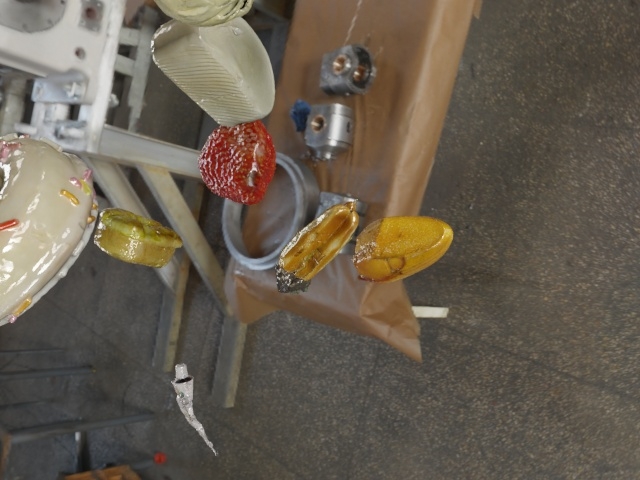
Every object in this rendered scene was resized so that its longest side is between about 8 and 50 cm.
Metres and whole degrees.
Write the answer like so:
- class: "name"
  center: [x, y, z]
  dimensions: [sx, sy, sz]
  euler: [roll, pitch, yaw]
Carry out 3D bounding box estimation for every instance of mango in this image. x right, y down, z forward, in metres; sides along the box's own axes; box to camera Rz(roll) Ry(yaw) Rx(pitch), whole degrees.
- class: "mango"
  center: [0.245, 0.015, 1.695]
  dimensions: [0.350, 0.199, 0.201]
  euler: [-21, 94, 35]

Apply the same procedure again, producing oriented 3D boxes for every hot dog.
- class: "hot dog"
  center: [0.000, 0.000, 1.344]
  dimensions: [0.269, 0.109, 0.072]
  euler: [-45, 24, 25]

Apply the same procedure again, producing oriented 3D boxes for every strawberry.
- class: "strawberry"
  center: [-0.272, -0.262, 1.883]
  dimensions: [0.351, 0.267, 0.312]
  euler: [-123, 39, -60]

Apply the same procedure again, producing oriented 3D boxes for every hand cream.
- class: "hand cream"
  center: [-0.310, 0.412, 1.362]
  dimensions: [0.084, 0.050, 0.257]
  euler: [19, 128, 51]

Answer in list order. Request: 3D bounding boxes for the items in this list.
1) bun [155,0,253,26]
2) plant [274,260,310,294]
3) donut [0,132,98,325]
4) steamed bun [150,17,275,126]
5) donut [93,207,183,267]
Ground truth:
- class: "bun"
  center: [-0.203, -0.517, 1.026]
  dimensions: [0.152, 0.259, 0.259]
  euler: [39, 109, 31]
- class: "plant"
  center: [-0.100, 0.124, 2.022]
  dimensions: [0.132, 0.194, 0.129]
  euler: [-5, 74, 0]
- class: "donut"
  center: [-0.559, -0.028, 0.947]
  dimensions: [0.382, 0.142, 0.383]
  euler: [-14, 51, 18]
- class: "steamed bun"
  center: [-0.297, -0.529, 1.646]
  dimensions: [0.247, 0.383, 0.236]
  euler: [-4, 62, 31]
- class: "donut"
  center: [-0.551, -0.008, 1.668]
  dimensions: [0.208, 0.261, 0.128]
  euler: [26, 91, 32]
